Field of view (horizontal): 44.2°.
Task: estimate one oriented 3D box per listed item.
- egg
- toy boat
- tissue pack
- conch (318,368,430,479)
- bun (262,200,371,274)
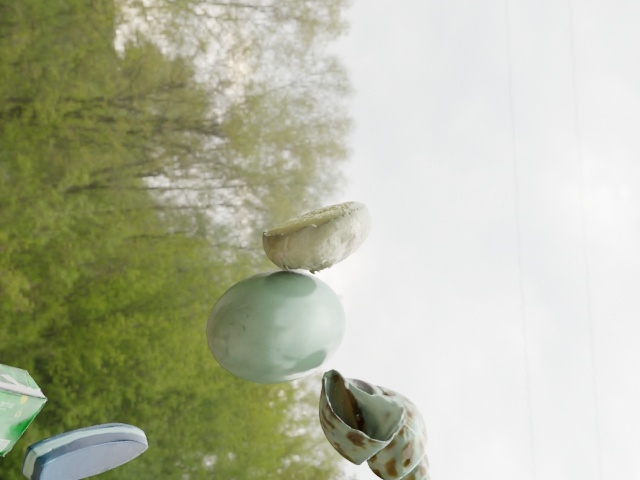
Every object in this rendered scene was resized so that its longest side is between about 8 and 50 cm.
[{"bbox_3d":[-0.101,0.208,1.921,0.276,0.389,0.276,3,-85,42],"label":"egg"},{"bbox_3d":[-0.480,0.445,1.661,0.062,0.299,0.096,28,-73,34],"label":"toy boat"},{"bbox_3d":[-0.661,0.295,1.484,0.156,0.148,0.209,38,-1,31],"label":"tissue pack"},{"bbox_3d":[0.139,0.474,1.929,0.368,0.249,0.197,32,-66,15],"label":"conch"},{"bbox_3d":[0.000,0.000,1.923,0.287,0.287,0.146,13,-57,71],"label":"bun"}]
